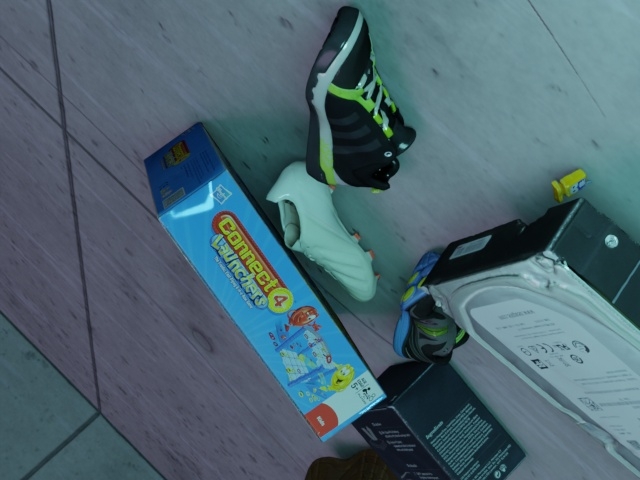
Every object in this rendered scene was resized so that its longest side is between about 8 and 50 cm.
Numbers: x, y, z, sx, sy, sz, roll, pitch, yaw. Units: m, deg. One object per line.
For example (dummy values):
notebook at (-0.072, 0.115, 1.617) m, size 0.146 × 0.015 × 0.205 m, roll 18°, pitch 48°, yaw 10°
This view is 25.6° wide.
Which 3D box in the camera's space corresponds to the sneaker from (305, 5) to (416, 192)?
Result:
sneaker at (0.044, -0.122, 1.281) m, size 0.097 × 0.084 × 0.235 m, roll 18°, pitch 153°, yaw 9°

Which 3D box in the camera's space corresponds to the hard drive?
hard drive at (0.264, 0.112, 1.163) m, size 0.339 × 0.064 × 0.237 m, roll 39°, pitch 161°, yaw -11°

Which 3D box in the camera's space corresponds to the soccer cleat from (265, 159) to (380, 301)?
soccer cleat at (0.000, 0.000, 1.535) m, size 0.068 × 0.076 × 0.196 m, roll 20°, pitch 145°, yaw 50°

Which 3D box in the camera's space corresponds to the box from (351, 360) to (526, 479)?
box at (0.131, 0.226, 1.648) m, size 0.158 × 0.093 × 0.156 m, roll 50°, pitch 159°, yaw -6°

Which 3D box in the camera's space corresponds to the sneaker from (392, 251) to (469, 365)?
sneaker at (0.122, 0.074, 1.469) m, size 0.078 × 0.067 × 0.188 m, roll 20°, pitch 150°, yaw 10°

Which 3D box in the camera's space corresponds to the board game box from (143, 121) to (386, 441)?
board game box at (-0.070, 0.035, 1.569) m, size 0.302 × 0.086 × 0.308 m, roll 55°, pitch 180°, yaw -18°

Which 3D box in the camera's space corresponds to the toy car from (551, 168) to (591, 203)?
toy car at (0.232, -0.002, 1.144) m, size 0.060 × 0.040 × 0.122 m, roll 49°, pitch 168°, yaw 52°

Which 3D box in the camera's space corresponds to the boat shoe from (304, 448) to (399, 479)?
boat shoe at (0.086, 0.370, 1.982) m, size 0.123 × 0.123 × 0.342 m, roll 22°, pitch 164°, yaw -19°
